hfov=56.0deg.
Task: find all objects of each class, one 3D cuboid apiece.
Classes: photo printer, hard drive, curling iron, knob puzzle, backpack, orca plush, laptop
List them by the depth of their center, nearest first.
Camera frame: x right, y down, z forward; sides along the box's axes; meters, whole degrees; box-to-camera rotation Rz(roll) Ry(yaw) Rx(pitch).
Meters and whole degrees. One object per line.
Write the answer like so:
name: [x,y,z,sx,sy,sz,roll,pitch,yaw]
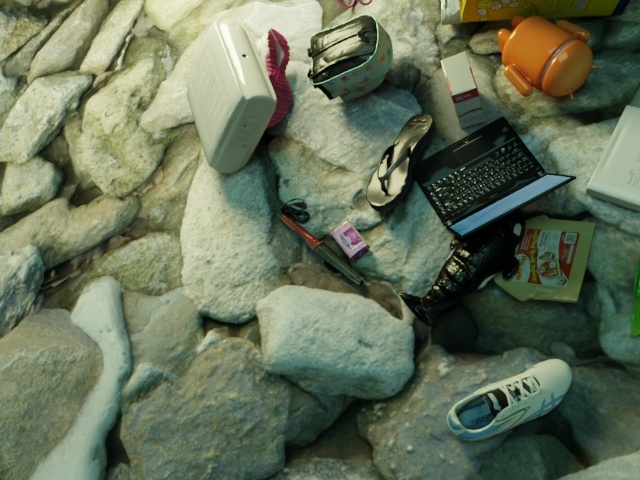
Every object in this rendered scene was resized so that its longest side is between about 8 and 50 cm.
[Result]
hard drive: [0.692,-0.125,1.126,0.307,0.040,0.203,24,77,26]
orca plush: [0.271,0.026,1.155,0.287,0.102,0.151,-33,45,5]
knob puzzle: [0.409,0.036,1.156,0.213,0.030,0.213,-16,50,20]
laptop: [0.327,-0.134,1.202,0.234,0.136,0.264,-28,61,5]
curling iron: [0.000,0.000,1.316,0.068,0.035,0.274,-42,60,-2]
backpack: [0.080,-0.426,1.407,0.188,0.144,0.166,-21,58,36]
photo printer: [-0.226,-0.358,1.446,0.256,0.107,0.307,-54,48,43]

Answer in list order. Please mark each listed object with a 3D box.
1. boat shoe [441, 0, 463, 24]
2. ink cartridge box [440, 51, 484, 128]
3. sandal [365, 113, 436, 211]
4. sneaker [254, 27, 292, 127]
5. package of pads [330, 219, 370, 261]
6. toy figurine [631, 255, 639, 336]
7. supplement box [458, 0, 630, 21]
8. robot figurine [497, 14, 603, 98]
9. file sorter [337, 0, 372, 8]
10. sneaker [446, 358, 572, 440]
boat shoe: [0.306,-0.634,1.460,0.088,0.096,0.267,-10,73,10]
ink cartridge box: [0.307,-0.319,1.292,0.056,0.135,0.099,-17,63,15]
sandal: [0.164,-0.178,1.314,0.097,0.054,0.254,11,67,43]
sneaker: [-0.143,-0.396,1.510,0.111,0.103,0.252,-10,70,38]
package of pads: [0.064,0.000,1.296,0.050,0.032,0.083,-39,61,2]
toy figurine: [0.633,0.094,1.023,0.159,0.130,0.173,10,93,13]
supplement box: [0.481,-0.610,1.279,0.357,0.195,0.194,-2,67,2]
robot figurine: [0.474,-0.385,1.269,0.158,0.128,0.219,-23,55,-32]
file sorter: [0.139,-0.692,1.431,0.291,0.202,0.182,6,73,45]
sneaker: [0.332,0.279,1.050,0.237,0.086,0.085,-29,59,4]
